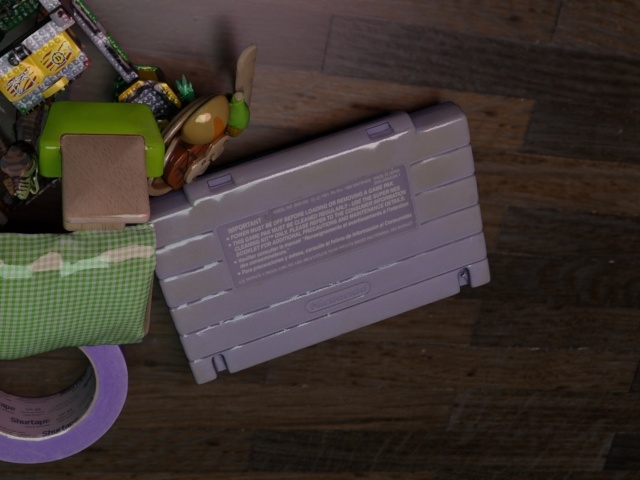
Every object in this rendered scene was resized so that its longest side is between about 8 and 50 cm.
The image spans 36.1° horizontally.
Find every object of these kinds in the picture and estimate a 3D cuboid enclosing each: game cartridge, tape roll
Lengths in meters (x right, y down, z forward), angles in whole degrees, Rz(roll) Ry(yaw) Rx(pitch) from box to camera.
[{"bbox_3d":[0.000,0.000,1.055,0.355,0.068,0.230,-18,119,-7],"label":"game cartridge"},{"bbox_3d":[-0.299,0.133,1.028,0.189,0.080,0.189,-6,116,-13],"label":"tape roll"}]

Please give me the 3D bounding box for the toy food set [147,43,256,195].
[{"bbox_3d":[-0.116,-0.087,0.925,0.038,0.132,0.192,40,70,10],"label":"toy food set"}]

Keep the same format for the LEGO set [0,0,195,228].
[{"bbox_3d":[-0.279,-0.095,0.864,0.331,0.192,0.255,-28,118,-2],"label":"LEGO set"}]

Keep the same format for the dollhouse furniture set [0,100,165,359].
[{"bbox_3d":[-0.232,0.046,0.820,0.197,0.151,0.301,-1,137,-14],"label":"dollhouse furniture set"}]
